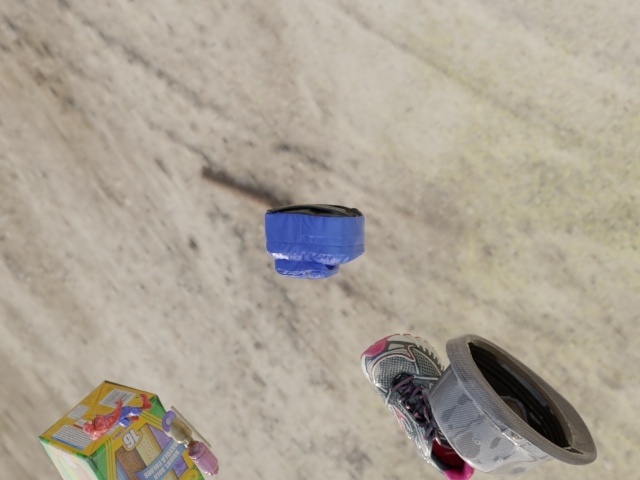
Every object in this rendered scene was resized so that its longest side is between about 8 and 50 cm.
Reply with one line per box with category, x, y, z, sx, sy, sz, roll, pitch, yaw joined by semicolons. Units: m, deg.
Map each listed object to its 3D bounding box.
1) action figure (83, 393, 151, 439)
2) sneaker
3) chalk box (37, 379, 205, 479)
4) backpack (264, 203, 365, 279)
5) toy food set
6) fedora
action figure;-0.219;0.187;1.262;0.030;0.038;0.115;54;-163;5
sneaker;0.175;0.271;1.959;0.299;0.120;0.112;50;-164;-26
chalk box;-0.257;0.318;1.617;0.132;0.132;0.213;6;128;46
backpack;0.000;0.000;1.572;0.120;0.098;0.101;-1;98;21
toy food set;-0.126;0.204;1.172;0.078;0.019;0.122;42;163;19
fedora;0.263;0.263;1.762;0.275;0.124;0.244;33;-160;-24
